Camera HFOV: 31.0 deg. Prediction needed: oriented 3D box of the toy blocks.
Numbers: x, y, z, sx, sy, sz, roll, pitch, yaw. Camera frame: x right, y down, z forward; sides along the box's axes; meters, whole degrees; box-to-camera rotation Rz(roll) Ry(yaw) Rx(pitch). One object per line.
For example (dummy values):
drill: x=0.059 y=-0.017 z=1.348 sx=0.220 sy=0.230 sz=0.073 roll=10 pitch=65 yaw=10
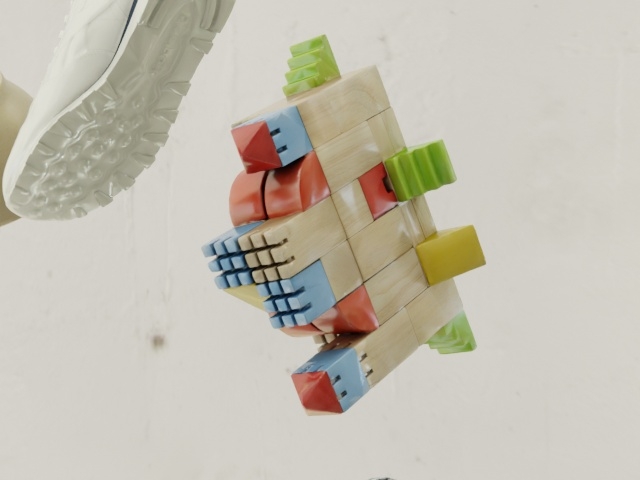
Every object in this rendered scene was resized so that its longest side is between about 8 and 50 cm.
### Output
toy blocks: x=0.000 y=0.000 z=1.180 sx=0.261 sy=0.191 sz=0.381 roll=-33 pitch=-73 yaw=-46

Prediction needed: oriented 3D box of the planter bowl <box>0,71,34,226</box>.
planter bowl: x=-0.328 y=-0.098 z=1.082 sx=0.162 sy=0.162 sz=0.109 roll=-16 pitch=-51 yaw=-6

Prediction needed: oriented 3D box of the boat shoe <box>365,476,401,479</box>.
boat shoe: x=0.118 y=0.229 z=0.714 sx=0.108 sy=0.301 sz=0.102 roll=11 pitch=-68 yaw=-34

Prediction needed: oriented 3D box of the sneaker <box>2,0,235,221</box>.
sneaker: x=-0.149 y=-0.118 z=0.798 sx=0.235 sy=0.095 sz=0.090 roll=-53 pitch=-36 yaw=10
